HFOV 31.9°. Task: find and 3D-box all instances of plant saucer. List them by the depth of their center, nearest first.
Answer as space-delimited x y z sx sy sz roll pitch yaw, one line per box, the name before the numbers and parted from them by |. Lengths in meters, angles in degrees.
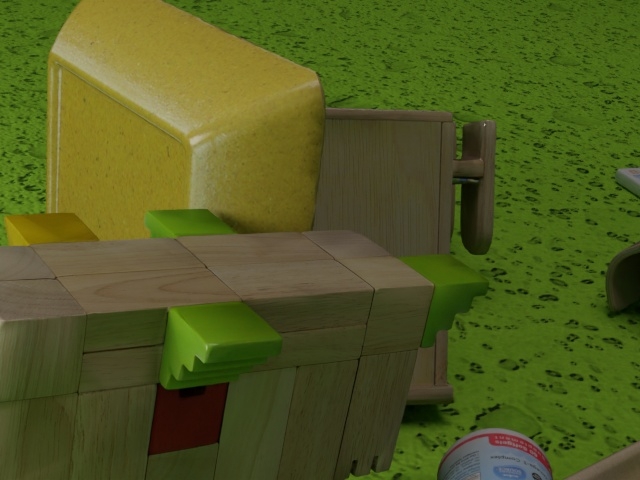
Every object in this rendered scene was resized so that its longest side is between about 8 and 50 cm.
plant saucer | -0.140 -0.017 0.918 0.081 0.333 0.333 -11 30 -35

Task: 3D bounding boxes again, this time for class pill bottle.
pill bottle | 0.126 0.209 0.783 0.087 0.087 0.160 6 26 1

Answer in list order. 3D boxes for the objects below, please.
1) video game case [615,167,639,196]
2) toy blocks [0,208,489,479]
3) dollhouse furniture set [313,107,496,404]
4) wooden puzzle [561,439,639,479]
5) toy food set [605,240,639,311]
video game case | 0.529 -0.058 1.506 0.183 0.023 0.201 -5 27 -21
toy blocks | -0.092 0.135 0.727 0.381 0.261 0.191 -3 25 -34
dollhouse furniture set | 0.000 0.000 1.136 0.362 0.256 0.394 1 4 -11
wooden puzzle | 0.393 0.221 0.821 0.322 0.080 0.348 -15 32 -36
toy food set | 0.471 -0.007 1.161 0.220 0.092 0.306 -21 -1 -44
